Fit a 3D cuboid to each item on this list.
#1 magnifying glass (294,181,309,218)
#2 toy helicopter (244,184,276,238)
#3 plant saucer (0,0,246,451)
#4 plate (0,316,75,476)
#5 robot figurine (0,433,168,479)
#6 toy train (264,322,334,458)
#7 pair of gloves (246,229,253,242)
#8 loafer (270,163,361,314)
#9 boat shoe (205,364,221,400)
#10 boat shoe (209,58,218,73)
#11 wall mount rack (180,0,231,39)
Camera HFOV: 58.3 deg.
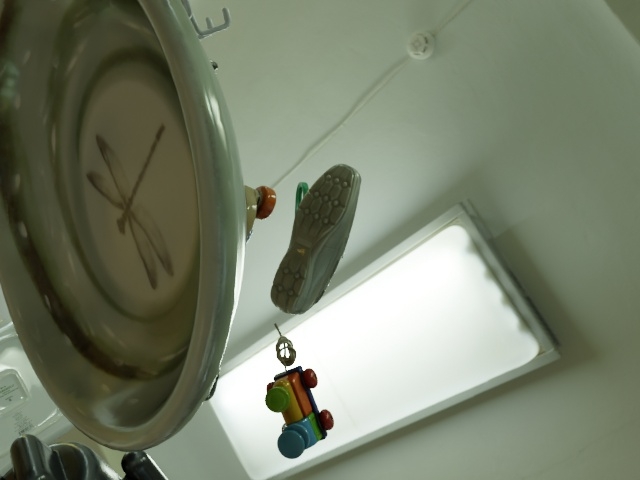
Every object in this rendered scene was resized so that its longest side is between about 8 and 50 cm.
[{"bbox_3d":[-0.064,-0.066,1.677,0.092,0.026,0.230,-110,-156,-50],"label":"magnifying glass"},{"bbox_3d":[-0.275,-0.039,1.441,0.355,0.140,0.234,4,-103,50],"label":"toy helicopter"},{"bbox_3d":[-0.170,-0.037,0.480,0.401,0.101,0.399,11,-74,42],"label":"plant saucer"},{"bbox_3d":[-0.630,0.307,1.133,0.045,0.277,0.277,-25,-87,27],"label":"plate"},{"bbox_3d":[-0.311,0.370,0.718,0.209,0.173,0.278,-16,-57,15],"label":"robot figurine"},{"bbox_3d":[-0.070,0.286,1.104,0.105,0.143,0.247,-23,-96,11],"label":"toy train"},{"bbox_3d":[-0.238,-0.044,1.643,0.023,0.198,0.159,2,-119,16],"label":"pair of gloves"},{"bbox_3d":[0.000,0.000,1.156,0.112,0.111,0.319,30,-81,29],"label":"loafer"},{"bbox_3d":[-0.366,0.408,1.884,0.069,0.081,0.227,-22,-117,43],"label":"boat shoe"},{"bbox_3d":[-0.331,-0.461,1.336,0.084,0.233,0.079,27,-88,52],"label":"boat shoe"},{"bbox_3d":[-0.340,-0.651,1.406,0.350,0.131,0.303,31,-34,64],"label":"wall mount rack"}]
